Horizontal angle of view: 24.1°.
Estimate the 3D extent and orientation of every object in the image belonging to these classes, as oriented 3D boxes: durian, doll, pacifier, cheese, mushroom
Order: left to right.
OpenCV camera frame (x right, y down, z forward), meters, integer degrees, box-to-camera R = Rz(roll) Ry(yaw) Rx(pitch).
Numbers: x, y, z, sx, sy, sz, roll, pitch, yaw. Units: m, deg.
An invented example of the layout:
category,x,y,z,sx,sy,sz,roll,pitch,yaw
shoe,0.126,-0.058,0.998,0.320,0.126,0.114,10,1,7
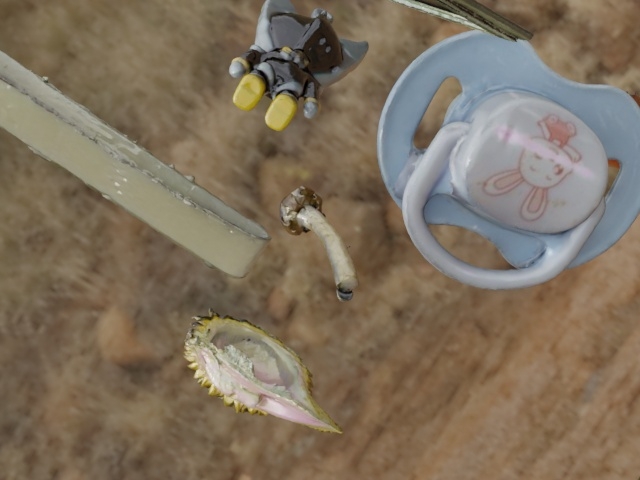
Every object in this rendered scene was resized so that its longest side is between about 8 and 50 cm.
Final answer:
category,x,y,z,sx,sy,sz,roll,pitch,yaw
cheese,-0.225,-0.092,1.405,0.034,0.400,0.085,-56,1,-33
durian,-0.070,0.174,1.779,0.224,0.140,0.078,39,109,18
doll,-0.030,-0.238,1.987,0.316,0.146,0.103,-63,-19,-60
mushroom,0.000,0.000,1.851,0.060,0.061,0.187,-40,47,6
pacifier,0.179,-0.085,1.493,0.238,0.287,0.226,-64,15,15

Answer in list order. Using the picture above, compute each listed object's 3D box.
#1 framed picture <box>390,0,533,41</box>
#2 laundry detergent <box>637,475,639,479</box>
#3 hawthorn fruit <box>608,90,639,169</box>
category,x,y,z,sx,sy,sz,roll,pitch,yaw
framed picture,0.011,-0.230,1.213,0.231,0.293,0.018,26,96,38
laundry detergent,0.332,0.294,1.512,0.063,0.137,0.210,27,93,34
hawthorn fruit,0.341,-0.130,1.692,0.081,0.093,0.081,-22,35,16
